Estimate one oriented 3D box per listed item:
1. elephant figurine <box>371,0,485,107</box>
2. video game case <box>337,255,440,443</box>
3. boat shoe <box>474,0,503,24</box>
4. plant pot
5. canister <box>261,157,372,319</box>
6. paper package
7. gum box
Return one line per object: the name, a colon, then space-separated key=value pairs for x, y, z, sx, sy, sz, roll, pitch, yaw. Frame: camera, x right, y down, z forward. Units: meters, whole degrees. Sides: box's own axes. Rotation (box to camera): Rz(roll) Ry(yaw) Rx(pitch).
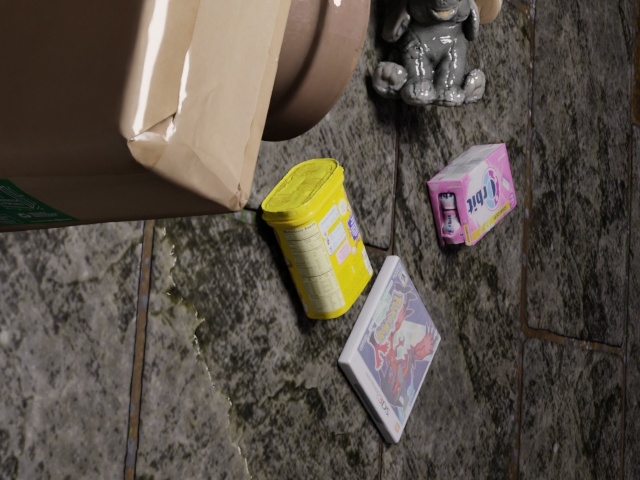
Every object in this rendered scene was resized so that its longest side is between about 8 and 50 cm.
elephant figurine: x=0.163 y=-0.315 z=1.759 sx=0.169 sy=0.186 sz=0.240 roll=-11 pitch=110 yaw=-43
video game case: x=0.103 y=0.156 z=1.794 sx=0.183 sy=0.023 sz=0.201 roll=60 pitch=42 yaw=-36
boat shoe: x=0.244 y=-0.488 z=1.975 sx=0.092 sy=0.102 sz=0.285 roll=-49 pitch=132 yaw=-53
plant pot: x=-0.113 y=-0.249 z=1.305 sx=0.229 sy=0.263 sz=0.263 roll=9 pitch=81 yaw=-40
canister: x=0.000 y=0.000 z=1.597 sx=0.126 sy=0.073 sz=0.170 roll=-52 pitch=131 yaw=-44
paper package: x=-0.202 y=-0.172 z=1.061 sx=0.168 sy=0.324 sz=0.310 roll=36 pitch=58 yaw=-51
gum box: x=0.239 y=-0.072 z=1.976 sx=0.188 sy=0.062 sz=0.107 roll=-37 pitch=119 yaw=-52
